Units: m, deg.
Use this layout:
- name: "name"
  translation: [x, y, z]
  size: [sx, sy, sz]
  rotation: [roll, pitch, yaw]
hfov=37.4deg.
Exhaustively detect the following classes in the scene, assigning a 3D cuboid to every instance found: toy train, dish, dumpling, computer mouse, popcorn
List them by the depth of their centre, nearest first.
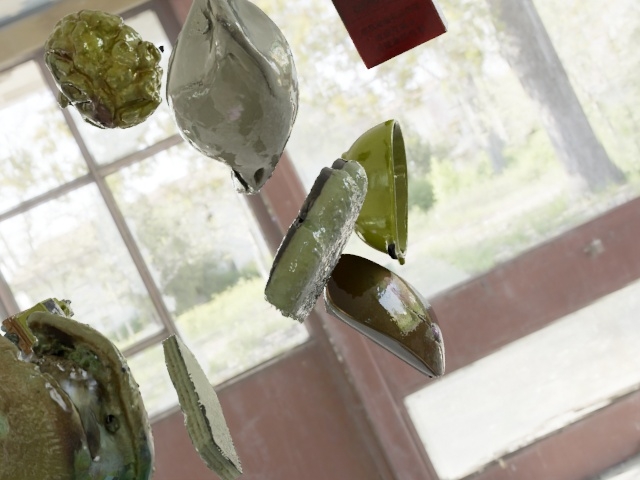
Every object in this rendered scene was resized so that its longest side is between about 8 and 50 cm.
- name: "dumpling"
  translation: [-0.120, -0.236, 1.264]
  size: [0.181, 0.260, 0.341]
  rotation: [-17, -33, 18]
- name: "popcorn"
  translation: [-0.364, -0.288, 1.603]
  size: [0.169, 0.218, 0.189]
  rotation: [-44, 3, -18]
- name: "dish"
  translation: [0.096, -0.087, 1.722]
  size: [0.108, 0.262, 0.221]
  rotation: [-2, -5, 13]
- name: "computer mouse"
  translation: [0.130, 0.136, 1.724]
  size: [0.072, 0.310, 0.158]
  rotation: [-35, 34, 33]
- name: "toy train"
  translation: [-0.575, 0.171, 1.960]
  size: [0.127, 0.089, 0.219]
  rotation: [-36, 0, 13]

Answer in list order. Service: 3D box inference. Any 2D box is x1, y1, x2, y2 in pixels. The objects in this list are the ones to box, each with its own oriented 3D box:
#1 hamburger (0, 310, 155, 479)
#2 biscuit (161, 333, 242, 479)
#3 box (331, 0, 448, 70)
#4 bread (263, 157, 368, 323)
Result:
- name: "hamburger"
  translation: [-0.317, 0.239, 1.204]
  size: [0.192, 0.287, 0.168]
  rotation: [7, 19, 26]
- name: "biscuit"
  translation: [-0.218, 0.300, 1.702]
  size: [0.052, 0.252, 0.150]
  rotation: [-26, -38, 0]
- name: "box"
  translation: [0.120, -0.552, 2.038]
  size: [0.197, 0.313, 0.089]
  rotation: [-23, 23, 19]
- name: "bread"
  translation: [0.000, 0.000, 1.120]
  size: [0.207, 0.056, 0.286]
  rotation: [-64, -4, -2]
